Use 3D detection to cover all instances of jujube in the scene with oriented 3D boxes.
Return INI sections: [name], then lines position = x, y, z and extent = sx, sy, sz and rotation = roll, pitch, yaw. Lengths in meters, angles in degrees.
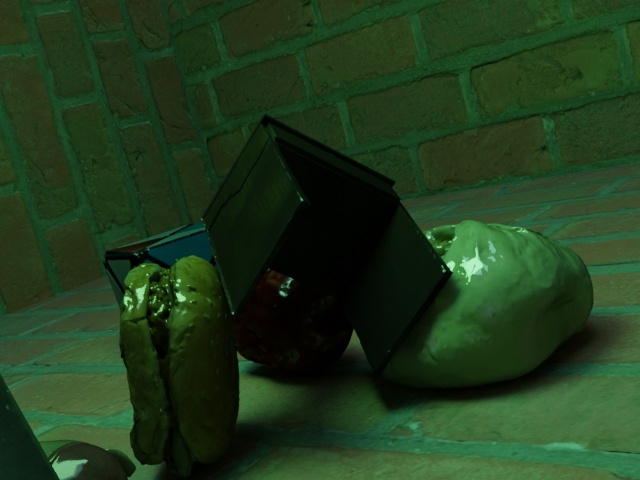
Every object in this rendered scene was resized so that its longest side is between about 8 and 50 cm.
[jujube]
position = -0.058, 0.139, 1.452
extent = 0.190, 0.189, 0.255
rotation = -24, -1, -44

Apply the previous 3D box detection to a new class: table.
[table]
position = 0.000, 0.000, 1.191
extent = 0.251, 0.196, 0.282
rotation = 26, 18, -26

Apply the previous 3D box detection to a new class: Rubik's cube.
[Rubik's cube]
position = -0.302, 0.105, 1.856
extent = 0.247, 0.248, 0.250
rotation = -19, 8, -29

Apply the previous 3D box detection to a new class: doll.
[doll]
position = -0.352, 0.293, 0.980
extent = 0.256, 0.152, 0.196
rotation = 16, 48, 15

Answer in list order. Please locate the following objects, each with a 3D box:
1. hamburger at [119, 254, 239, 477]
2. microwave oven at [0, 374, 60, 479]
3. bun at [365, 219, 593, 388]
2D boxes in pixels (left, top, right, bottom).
[hamburger]
position = -0.184, 0.166, 1.144
extent = 0.145, 0.283, 0.259
rotation = -1, 17, -5
[microwave oven]
position = -0.424, 0.273, 0.606
extent = 0.432, 0.374, 0.236
rotation = -26, -9, -42
[bun]
position = 0.221, 0.076, 1.260
extent = 0.361, 0.213, 0.361
rotation = -17, 10, 3
